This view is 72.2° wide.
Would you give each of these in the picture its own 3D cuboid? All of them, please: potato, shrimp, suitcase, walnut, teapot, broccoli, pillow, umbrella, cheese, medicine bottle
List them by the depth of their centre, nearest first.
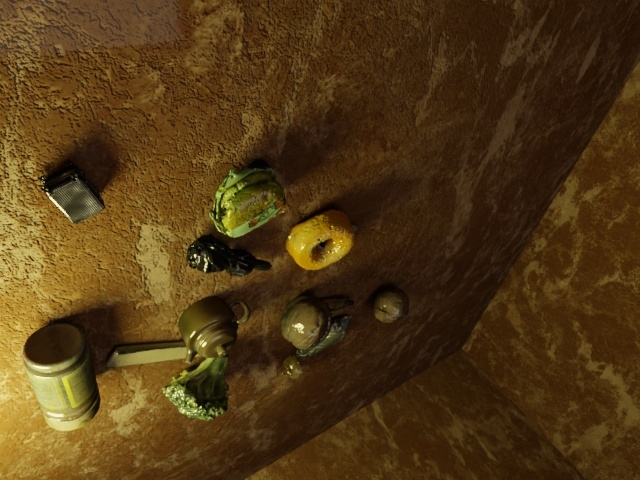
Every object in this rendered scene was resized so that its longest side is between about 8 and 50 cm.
[{"bbox_3d":[-0.531,-0.099,0.944,0.086,0.059,0.126,-31,144,-12],"label":"suitcase"},{"bbox_3d":[-0.712,0.382,1.221,0.151,0.151,0.322,-15,138,-32],"label":"medicine bottle"},{"bbox_3d":[-0.267,0.060,1.353,0.118,0.118,0.340,-51,150,15],"label":"umbrella"},{"bbox_3d":[-0.349,0.304,1.467,0.267,0.175,0.185,-37,148,-6],"label":"teapot"},{"bbox_3d":[-0.523,0.382,1.512,0.400,0.034,0.085,8,128,-47],"label":"cheese"},{"bbox_3d":[-0.441,0.527,1.620,0.248,0.246,0.288,23,156,-15],"label":"broccoli"},{"bbox_3d":[-0.055,0.321,1.752,0.224,0.224,0.224,-26,143,-21],"label":"walnut"},{"bbox_3d":[0.026,0.325,1.969,0.262,0.051,0.198,-6,140,-38],"label":"shrimp"},{"bbox_3d":[0.012,0.440,2.003,0.161,0.093,0.335,5,139,-46],"label":"pillow"},{"bbox_3d":[-0.142,0.625,2.092,0.089,0.101,0.172,-20,144,-19],"label":"potato"},{"bbox_3d":[0.358,0.319,2.177,0.230,0.178,0.178,4,126,-53],"label":"walnut"}]

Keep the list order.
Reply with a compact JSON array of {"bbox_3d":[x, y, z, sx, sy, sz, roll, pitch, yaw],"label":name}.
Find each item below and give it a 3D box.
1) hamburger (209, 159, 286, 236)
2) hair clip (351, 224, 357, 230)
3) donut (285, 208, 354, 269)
[{"bbox_3d":[-0.198,-0.113,1.186,0.214,0.125,0.235,-36,161,-25],"label":"hamburger"},{"bbox_3d":[0.084,-0.010,1.666,0.137,0.022,0.054,-48,146,9],"label":"hair clip"},{"bbox_3d":[0.003,-0.001,1.531,0.253,0.118,0.253,-16,146,-11],"label":"donut"}]
